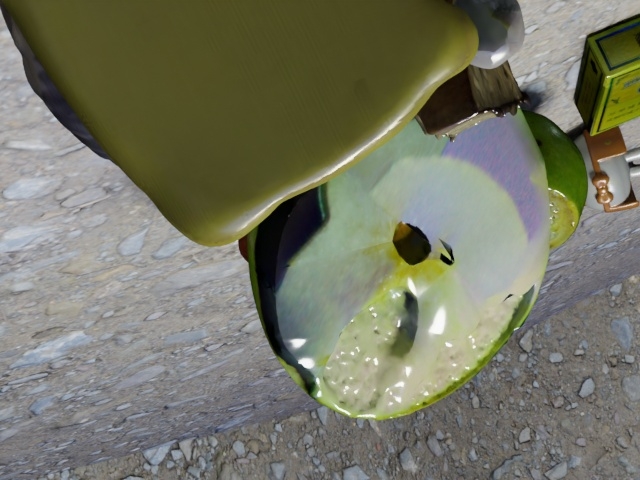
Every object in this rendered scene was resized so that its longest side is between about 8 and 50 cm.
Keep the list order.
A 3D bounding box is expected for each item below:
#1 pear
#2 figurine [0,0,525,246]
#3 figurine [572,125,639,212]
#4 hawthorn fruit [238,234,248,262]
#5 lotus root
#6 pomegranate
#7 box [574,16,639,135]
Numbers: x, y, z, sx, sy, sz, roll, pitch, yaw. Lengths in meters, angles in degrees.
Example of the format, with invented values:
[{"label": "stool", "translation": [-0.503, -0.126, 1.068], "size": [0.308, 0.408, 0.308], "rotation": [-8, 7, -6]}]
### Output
[{"label": "pear", "translation": [0.065, -0.004, 1.183], "size": [0.399, 0.399, 0.165], "rotation": [-10, -163, -33]}, {"label": "figurine", "translation": [0.000, -0.194, 0.651], "size": [0.361, 0.266, 0.378], "rotation": [-19, -166, 6]}, {"label": "figurine", "translation": [0.393, -0.094, 1.575], "size": [0.271, 0.143, 0.143], "rotation": [-22, 165, -1]}, {"label": "hawthorn fruit", "translation": [-0.012, 0.007, 1.335], "size": [0.179, 0.173, 0.173], "rotation": [-39, 172, -24]}, {"label": "lotus root", "translation": [0.116, -0.167, 0.910], "size": [0.074, 0.170, 0.260], "rotation": [-19, 176, 19]}, {"label": "pomegranate", "translation": [0.227, -0.093, 1.357], "size": [0.241, 0.159, 0.190], "rotation": [10, 149, -7]}, {"label": "box", "translation": [0.404, -0.216, 1.311], "size": [0.141, 0.064, 0.220], "rotation": [-21, 163, 3]}]
